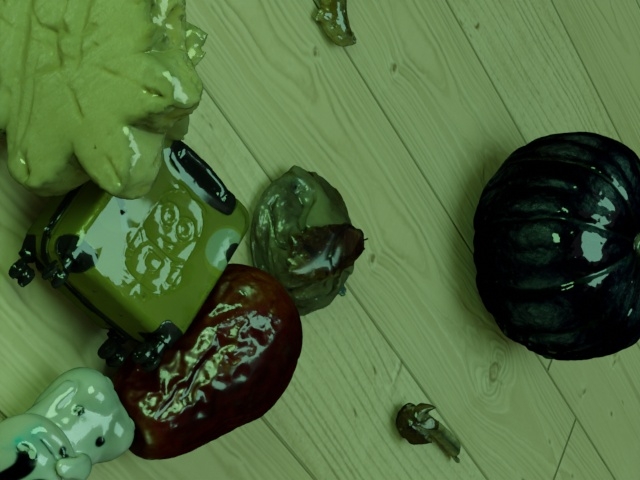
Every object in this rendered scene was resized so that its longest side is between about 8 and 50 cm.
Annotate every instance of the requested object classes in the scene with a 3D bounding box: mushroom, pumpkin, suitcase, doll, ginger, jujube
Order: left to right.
[{"bbox_3d":[-0.283,0.214,1.577,0.180,0.107,0.110,-40,113,-45],"label":"doll"},{"bbox_3d":[-0.210,-0.002,1.635,0.194,0.143,0.235,47,61,-31],"label":"suitcase"},{"bbox_3d":[-0.136,0.144,1.725,0.255,0.190,0.190,-36,119,-29],"label":"jujube"},{"bbox_3d":[0.020,-0.334,2.031,0.057,0.044,0.137,-22,109,-69],"label":"ginger"},{"bbox_3d":[0.173,0.290,2.216,0.187,0.061,0.060,35,57,-51],"label":"mushroom"},{"bbox_3d":[0.397,0.014,2.342,0.363,0.266,0.363,-6,98,-50],"label":"pumpkin"}]

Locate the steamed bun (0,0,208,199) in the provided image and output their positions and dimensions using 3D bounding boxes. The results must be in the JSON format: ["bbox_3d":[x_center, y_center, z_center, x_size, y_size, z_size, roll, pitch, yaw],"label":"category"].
[{"bbox_3d":[-0.223,-0.176,1.509,0.137,0.295,0.292,-5,59,-59],"label":"steamed bun"}]

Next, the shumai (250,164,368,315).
[{"bbox_3d":[0.000,0.000,1.940,0.201,0.120,0.201,1,88,-49],"label":"shumai"}]
